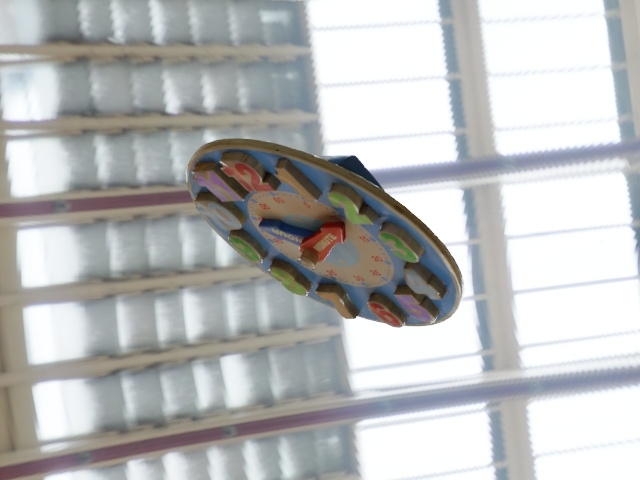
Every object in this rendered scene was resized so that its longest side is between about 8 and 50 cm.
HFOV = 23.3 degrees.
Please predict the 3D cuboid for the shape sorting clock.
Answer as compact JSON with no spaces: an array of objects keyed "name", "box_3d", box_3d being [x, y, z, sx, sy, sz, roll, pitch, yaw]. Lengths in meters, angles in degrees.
[{"name":"shape sorting clock","box_3d":[0.000,0.000,1.041,0.206,0.206,0.040,26,-116,13]}]
